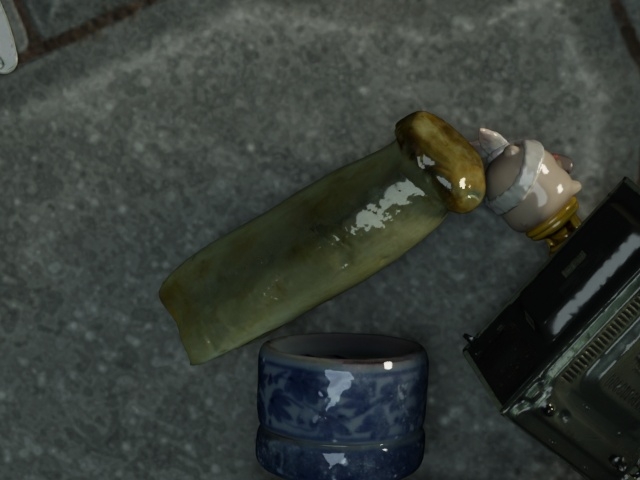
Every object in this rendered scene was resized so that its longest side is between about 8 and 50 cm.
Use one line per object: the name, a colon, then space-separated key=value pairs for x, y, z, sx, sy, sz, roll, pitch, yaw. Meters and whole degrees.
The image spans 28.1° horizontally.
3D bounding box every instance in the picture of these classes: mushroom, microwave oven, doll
mushroom: x=0.000 y=0.000 z=1.108 sx=0.312 sy=0.081 sz=0.100 roll=-32 pitch=71 yaw=18
microwave oven: x=0.246 y=0.082 z=1.033 sx=0.163 sy=0.129 sz=0.205 roll=36 pitch=101 yaw=-23
doll: x=0.181 y=-0.052 z=1.089 sx=0.084 sy=0.073 sz=0.127 roll=-40 pitch=92 yaw=-22

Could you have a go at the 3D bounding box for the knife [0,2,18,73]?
knife: x=-0.394 y=-0.285 z=1.182 sx=0.336 sy=0.043 sz=0.081 roll=41 pitch=94 yaw=-3

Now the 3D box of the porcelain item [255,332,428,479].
porcelain item: x=0.018 y=0.144 z=1.089 sx=0.147 sy=0.147 sz=0.114 roll=3 pitch=95 yaw=9
